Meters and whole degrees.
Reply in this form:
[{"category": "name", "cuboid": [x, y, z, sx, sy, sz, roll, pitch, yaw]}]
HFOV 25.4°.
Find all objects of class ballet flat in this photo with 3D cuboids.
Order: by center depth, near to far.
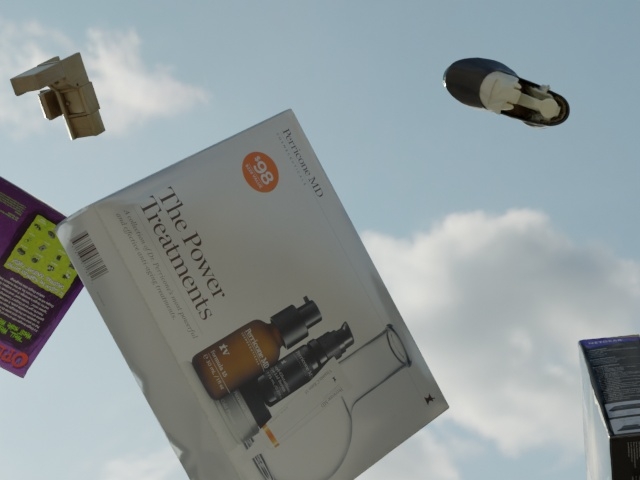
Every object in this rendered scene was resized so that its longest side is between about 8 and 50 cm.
[{"category": "ballet flat", "cuboid": [0.254, -0.192, 1.877, 0.203, 0.074, 0.074, 16, -43, -37]}]

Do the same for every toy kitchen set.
[{"category": "toy kitchen set", "cuboid": [-0.270, -0.132, 1.403, 0.068, 0.075, 0.083, -5, -69, 32]}]

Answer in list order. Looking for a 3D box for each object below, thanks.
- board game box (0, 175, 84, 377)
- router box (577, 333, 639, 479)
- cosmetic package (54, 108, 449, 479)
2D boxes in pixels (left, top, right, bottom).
[{"category": "board game box", "cuboid": [-0.444, 0.005, 1.700, 0.347, 0.056, 0.208, 34, -94, -35]}, {"category": "router box", "cuboid": [0.368, 0.301, 1.683, 0.081, 0.243, 0.308, -6, -68, 4]}, {"category": "cosmetic package", "cuboid": [-0.063, 0.085, 1.491, 0.284, 0.377, 0.097, -31, 4, -41]}]
